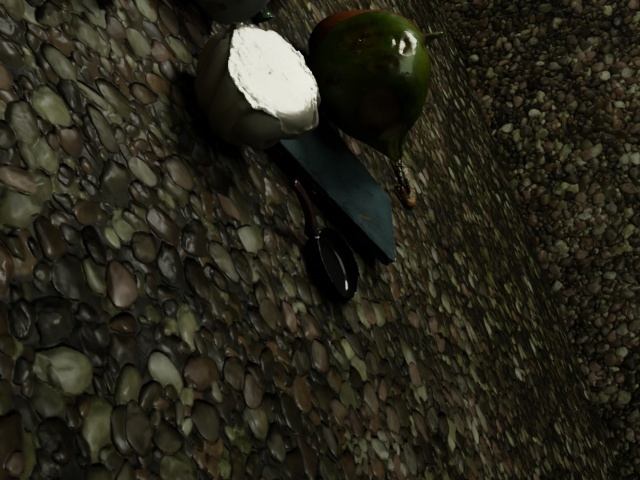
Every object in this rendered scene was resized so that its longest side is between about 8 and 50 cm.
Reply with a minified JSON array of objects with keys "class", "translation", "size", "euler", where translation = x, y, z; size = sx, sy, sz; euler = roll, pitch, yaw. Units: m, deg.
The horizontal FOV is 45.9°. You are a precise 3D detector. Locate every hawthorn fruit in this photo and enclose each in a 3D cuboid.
[{"class":"hawthorn fruit","translation":[0.105,-0.340,1.390],"size":[0.199,0.251,0.199],"euler":[-9,90,-68]}]

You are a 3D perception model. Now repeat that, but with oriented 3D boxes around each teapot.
[{"class":"teapot","translation":[-0.113,-0.417,1.268],"size":[0.043,0.043,0.110],"euler":[-20,89,-67]}]

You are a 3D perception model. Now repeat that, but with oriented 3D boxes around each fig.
[{"class":"fig","translation":[0.092,-0.234,1.264],"size":[0.275,0.206,0.206],"euler":[67,13,-55]}]

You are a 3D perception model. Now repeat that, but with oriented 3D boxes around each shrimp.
[{"class":"shrimp","translation":[0.175,-0.131,1.613],"size":[0.091,0.025,0.127],"euler":[-2,72,-64]}]

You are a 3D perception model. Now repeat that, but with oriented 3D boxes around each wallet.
[{"class":"wallet","translation":[0.010,-0.125,1.229],"size":[0.379,0.046,0.190],"euler":[47,29,-36]}]

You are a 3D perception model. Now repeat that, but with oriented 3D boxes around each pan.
[{"class":"pan","translation":[-0.003,0.001,1.081],"size":[0.212,0.040,0.114],"euler":[59,24,-32]}]

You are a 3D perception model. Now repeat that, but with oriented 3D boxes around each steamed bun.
[{"class":"steamed bun","translation":[-0.089,-0.196,0.997],"size":[0.183,0.106,0.182],"euler":[25,50,-32]}]

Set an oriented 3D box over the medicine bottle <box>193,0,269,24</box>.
[{"class":"medicine bottle","translation":[-0.162,-0.412,1.035],"size":[0.215,0.135,0.135],"euler":[40,33,-44]}]
